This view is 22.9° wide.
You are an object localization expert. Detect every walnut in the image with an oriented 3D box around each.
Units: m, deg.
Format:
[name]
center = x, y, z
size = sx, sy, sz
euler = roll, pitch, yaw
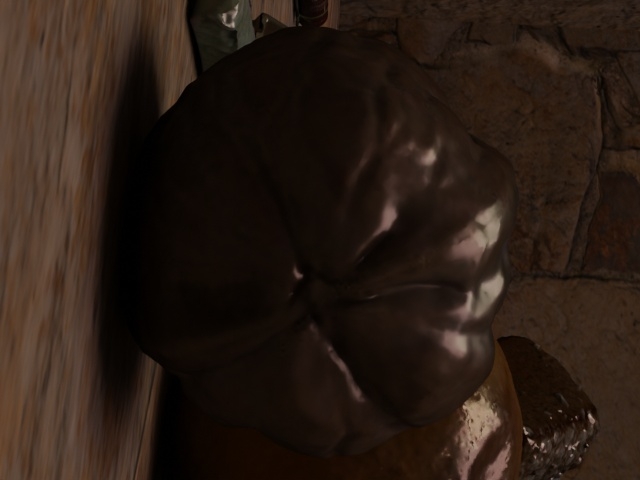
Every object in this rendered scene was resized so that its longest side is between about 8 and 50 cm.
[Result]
[walnut]
center = 0.000, 0.000, 0.793
size = 0.224, 0.224, 0.224
euler = 3, 90, -88

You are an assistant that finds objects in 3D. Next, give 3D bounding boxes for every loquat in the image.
[loquat]
center = 0.016, 0.125, 0.993
size = 0.193, 0.238, 0.238
euler = 87, 6, -46

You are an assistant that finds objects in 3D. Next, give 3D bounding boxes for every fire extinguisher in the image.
[fire extinguisher]
center = -0.012, -0.325, 1.961
size = 0.064, 0.043, 0.158
euler = -40, 158, -18

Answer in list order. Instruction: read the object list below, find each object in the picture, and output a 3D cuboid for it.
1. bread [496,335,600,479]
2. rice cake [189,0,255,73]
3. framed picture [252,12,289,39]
[bread]
center = 0.052, 0.265, 1.197
size = 0.165, 0.113, 0.416
euler = -10, 136, -59
[rice cake]
center = -0.061, -0.112, 1.042
size = 0.211, 0.034, 0.043
euler = 90, 13, -67
[framed picture]
center = 0.022, -0.072, 1.279
size = 0.020, 0.211, 0.289
euler = -52, -164, 27
